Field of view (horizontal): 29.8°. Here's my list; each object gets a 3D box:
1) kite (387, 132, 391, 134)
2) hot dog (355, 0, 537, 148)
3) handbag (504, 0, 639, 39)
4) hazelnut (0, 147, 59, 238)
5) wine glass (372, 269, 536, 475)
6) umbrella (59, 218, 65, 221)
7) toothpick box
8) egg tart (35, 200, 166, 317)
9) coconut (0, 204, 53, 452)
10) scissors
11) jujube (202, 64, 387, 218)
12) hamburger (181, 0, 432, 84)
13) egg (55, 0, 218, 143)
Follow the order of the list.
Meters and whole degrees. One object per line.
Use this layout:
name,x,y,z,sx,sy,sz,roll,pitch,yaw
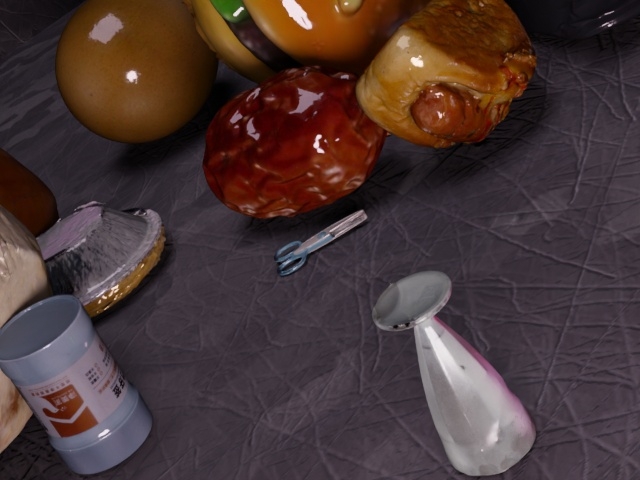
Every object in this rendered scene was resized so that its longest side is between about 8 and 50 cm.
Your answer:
kite,0.017,-0.146,1.633,0.125,0.008,0.222,-32,24,2
hot dog,0.158,-0.194,1.384,0.150,0.153,0.257,-48,-2,39
handbag,0.375,-0.361,1.480,0.301,0.275,0.178,-32,69,-8
hazelnut,-0.555,-0.012,1.669,0.365,0.366,0.366,-25,25,12
wine glass,0.101,0.100,0.897,0.073,0.155,0.073,-22,29,13
umbrella,-0.380,-0.016,1.787,0.144,0.037,0.040,0,39,50
toothpick box,-0.244,0.143,1.190,0.101,0.153,0.101,-20,30,12
egg tart,-0.312,0.024,1.573,0.234,0.094,0.234,-25,27,14
coconut,-0.472,0.123,1.273,0.415,0.415,0.345,-26,27,9
scissors,0.000,0.000,1.364,0.119,0.014,0.058,-30,29,8
jujube,-0.031,-0.117,1.451,0.250,0.174,0.174,-23,23,41
hamburger,0.013,-0.378,1.616,0.395,0.396,0.277,-40,14,-20
egg,-0.292,-0.294,1.959,0.250,0.250,0.322,-19,22,24
